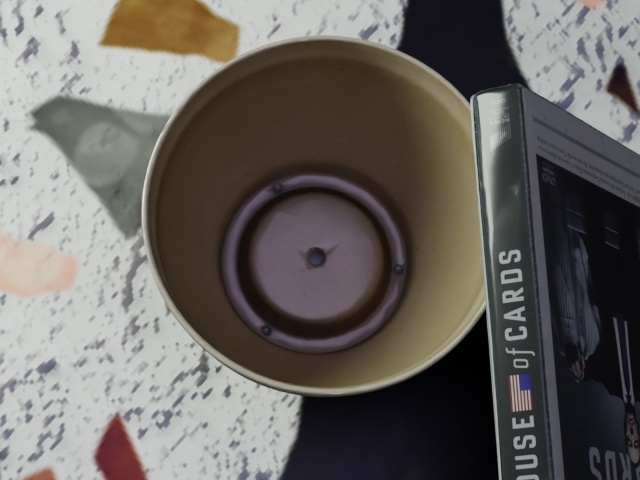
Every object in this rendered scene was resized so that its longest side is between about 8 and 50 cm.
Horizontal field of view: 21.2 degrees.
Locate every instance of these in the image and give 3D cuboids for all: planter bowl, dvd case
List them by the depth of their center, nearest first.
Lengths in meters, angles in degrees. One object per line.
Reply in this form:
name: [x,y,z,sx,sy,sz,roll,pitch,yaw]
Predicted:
dvd case: [0.124,0.066,0.762,0.029,0.179,0.239,-11,75,29]
planter bowl: [0.000,0.000,0.794,0.162,0.109,0.162,1,76,-3]
